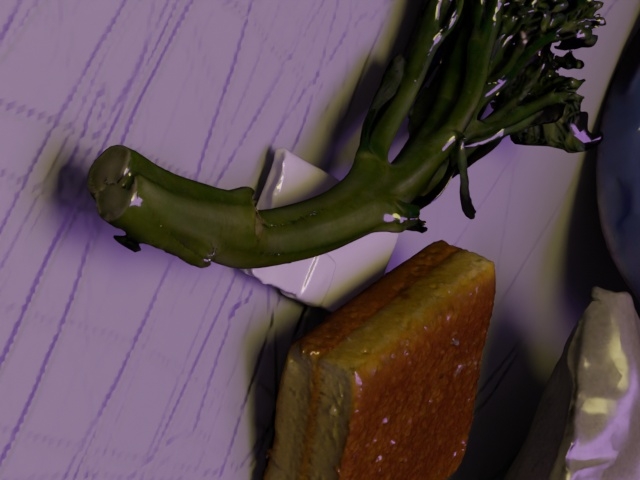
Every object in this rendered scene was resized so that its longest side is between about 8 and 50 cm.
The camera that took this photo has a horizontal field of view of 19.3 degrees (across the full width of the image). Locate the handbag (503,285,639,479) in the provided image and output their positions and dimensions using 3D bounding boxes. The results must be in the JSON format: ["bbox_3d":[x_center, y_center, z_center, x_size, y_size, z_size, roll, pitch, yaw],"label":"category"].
[{"bbox_3d":[0.124,0.187,0.811,0.253,0.109,0.316,-64,152,-12],"label":"handbag"}]

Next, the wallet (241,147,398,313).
[{"bbox_3d":[0.000,0.000,0.633,0.083,0.011,0.044,26,80,-58],"label":"wallet"}]

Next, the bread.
[{"bbox_3d":[0.021,0.057,0.652,0.094,0.035,0.090,-33,140,-48],"label":"bread"}]

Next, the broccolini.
[{"bbox_3d":[0.020,-0.062,0.599,0.271,0.062,0.123,-24,105,-52],"label":"broccolini"}]

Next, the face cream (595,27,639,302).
[{"bbox_3d":[0.266,-0.005,0.819,0.225,0.249,0.249,40,68,-49],"label":"face cream"}]
